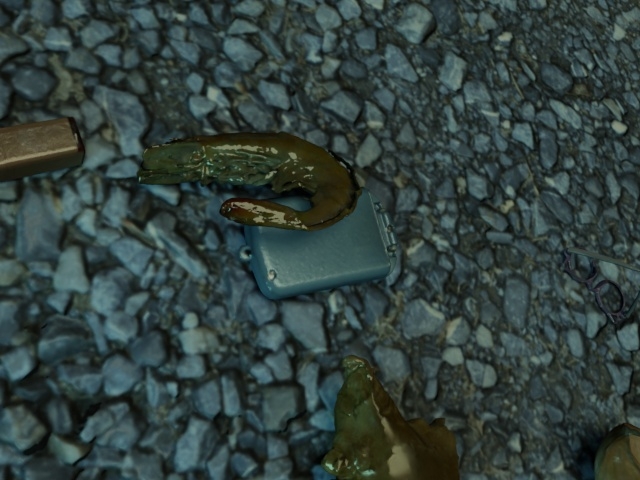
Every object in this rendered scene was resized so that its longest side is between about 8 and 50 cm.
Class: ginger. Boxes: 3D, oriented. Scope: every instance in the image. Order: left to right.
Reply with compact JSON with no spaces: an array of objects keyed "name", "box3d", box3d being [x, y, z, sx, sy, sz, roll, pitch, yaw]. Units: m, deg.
[{"name":"ginger","box3d":[0.067,0.260,0.689,0.218,0.123,0.270,-23,75,-32]}]

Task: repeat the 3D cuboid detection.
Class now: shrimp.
[{"name":"shrimp","box3d":[-0.069,-0.062,0.731,0.253,0.058,0.173,-7,46,-28]}]

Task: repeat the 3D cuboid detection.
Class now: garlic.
[{"name":"garlic","box3d":[0.415,0.313,0.836,0.206,0.128,0.115,42,106,-4]}]

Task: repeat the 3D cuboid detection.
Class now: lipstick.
[{"name":"lipstick","box3d":[-0.318,-0.087,0.661,0.145,0.045,0.045,-18,84,-29]}]

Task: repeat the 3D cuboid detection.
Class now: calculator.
[{"name":"calculator","box3d":[0.000,0.000,0.782,0.210,0.039,0.121,-10,77,-26]}]

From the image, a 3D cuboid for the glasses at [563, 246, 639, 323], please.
[{"name":"glasses","box3d":[0.427,0.049,0.923,0.140,0.103,0.062,48,60,-8]}]
